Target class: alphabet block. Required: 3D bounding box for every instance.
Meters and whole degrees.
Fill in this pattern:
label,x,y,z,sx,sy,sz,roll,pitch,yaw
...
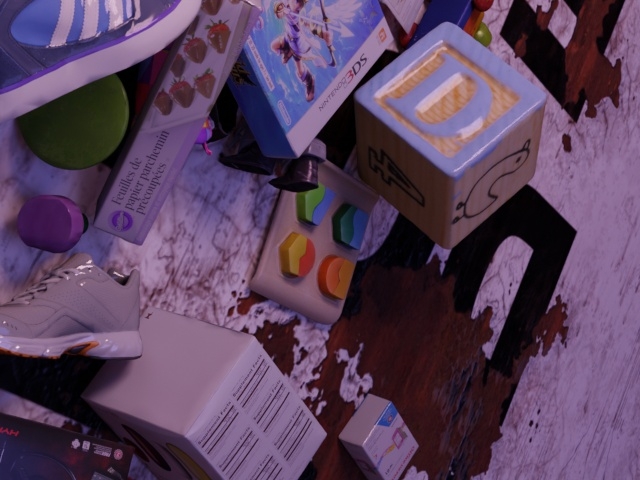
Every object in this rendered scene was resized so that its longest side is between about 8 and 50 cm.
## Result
label,x,y,z,sx,sy,sz,roll,pitch,yaw
alphabet block,0.174,-0.143,1.744,0.192,0.193,0.197,-39,155,-16

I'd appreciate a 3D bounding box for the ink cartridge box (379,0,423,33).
label,x,y,z,sx,sy,sz,roll,pitch,yaw
ink cartridge box,0.092,-0.429,1.765,0.189,0.066,0.232,-65,149,-14

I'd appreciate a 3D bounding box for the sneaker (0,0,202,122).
label,x,y,z,sx,sy,sz,roll,pitch,yaw
sneaker,-0.258,-0.269,1.174,0.323,0.130,0.236,-36,128,-33

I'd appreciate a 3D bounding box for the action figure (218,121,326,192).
label,x,y,z,sx,sy,sz,roll,pitch,yaw
action figure,-0.028,-0.213,1.649,0.185,0.099,0.285,28,75,-41

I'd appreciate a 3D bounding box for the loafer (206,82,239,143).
label,x,y,z,sx,sy,sz,roll,pitch,yaw
loafer,-0.110,-0.223,1.561,0.080,0.078,0.220,6,95,-49

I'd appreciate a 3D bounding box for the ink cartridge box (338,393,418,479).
label,x,y,z,sx,sy,sz,roll,pitch,yaw
ink cartridge box,0.091,0.309,1.945,0.088,0.052,0.122,-54,135,-25

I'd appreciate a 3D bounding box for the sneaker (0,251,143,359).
label,x,y,z,sx,sy,sz,roll,pitch,yaw
sneaker,-0.303,0.071,1.422,0.262,0.099,0.121,7,87,-57

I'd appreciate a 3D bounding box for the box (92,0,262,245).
label,x,y,z,sx,sy,sz,roll,pitch,yaw
box,-0.161,-0.144,1.398,0.063,0.067,0.324,23,116,-16

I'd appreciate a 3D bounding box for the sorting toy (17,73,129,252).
label,x,y,z,sx,sy,sz,roll,pitch,yaw
sorting toy,-0.252,-0.165,1.425,0.126,0.127,0.365,-7,110,-78

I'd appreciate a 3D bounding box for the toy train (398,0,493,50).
label,x,y,z,sx,sy,sz,roll,pitch,yaw
toy train,0.223,-0.342,1.896,0.248,0.105,0.143,-62,147,-16

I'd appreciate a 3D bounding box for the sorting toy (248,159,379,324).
label,x,y,z,sx,sy,sz,roll,pitch,yaw
sorting toy,0.000,0.000,1.773,0.193,0.038,0.208,30,78,-48

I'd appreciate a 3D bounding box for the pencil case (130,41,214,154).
label,x,y,z,sx,sy,sz,roll,pitch,yaw
pencil case,-0.161,-0.223,1.490,0.104,0.104,0.236,1,100,-48

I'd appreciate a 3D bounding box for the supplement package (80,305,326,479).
label,x,y,z,sx,sy,sz,roll,pitch,yaw
supplement package,-0.141,0.214,1.550,0.149,0.194,0.203,-55,134,-25

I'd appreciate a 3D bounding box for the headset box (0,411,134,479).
label,x,y,z,sx,sy,sz,roll,pitch,yaw
headset box,-0.346,0.338,1.353,0.218,0.110,0.293,24,71,-37

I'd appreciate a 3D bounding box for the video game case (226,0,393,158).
label,x,y,z,sx,sy,sz,roll,pitch,yaw
video game case,-0.033,-0.277,1.506,0.244,0.061,0.269,-54,134,-33
